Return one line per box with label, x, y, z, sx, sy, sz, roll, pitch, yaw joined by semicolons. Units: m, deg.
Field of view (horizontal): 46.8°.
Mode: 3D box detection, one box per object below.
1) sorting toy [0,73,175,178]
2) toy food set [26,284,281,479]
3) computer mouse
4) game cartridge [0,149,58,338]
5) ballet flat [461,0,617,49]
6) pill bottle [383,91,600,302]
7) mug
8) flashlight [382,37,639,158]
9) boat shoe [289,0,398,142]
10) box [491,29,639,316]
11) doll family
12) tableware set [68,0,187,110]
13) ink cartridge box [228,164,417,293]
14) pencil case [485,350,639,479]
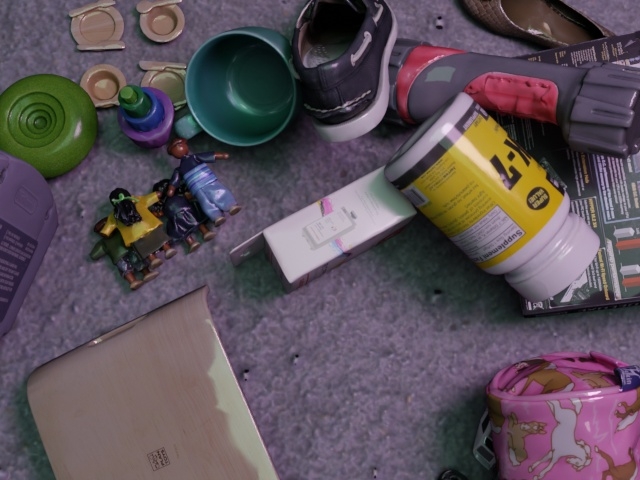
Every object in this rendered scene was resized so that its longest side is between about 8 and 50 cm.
sorting toy;-0.351;-0.142;0.817;0.366;0.126;0.127;-2;81;2
toy food set;-0.163;0.230;0.805;0.220;0.092;0.306;-25;81;4
computer mouse;0.213;0.230;0.845;0.106;0.042;0.192;26;85;5
game cartridge;-0.335;0.011;0.717;0.060;0.294;0.196;26;78;-3
ballet flat;0.289;-0.276;0.931;0.250;0.058;0.084;32;81;2
pill bottle;0.177;-0.041;0.763;0.208;0.119;0.119;43;80;-6
mug;-0.092;-0.182;0.860;0.158;0.097;0.129;3;111;13
flashlight;0.194;-0.153;0.804;0.304;0.103;0.103;22;36;36
boat shoe;0.024;-0.234;0.816;0.114;0.091;0.302;-18;41;12
box;0.332;-0.078;0.850;0.243;0.076;0.307;-10;80;15
doll family;-0.183;-0.037;0.852;0.193;0.076;0.111;-34;79;-14
tableware set;-0.231;-0.228;0.907;0.141;0.020;0.168;-8;80;-6
ink cartridge box;0.000;0.000;0.833;0.198;0.115;0.067;-28;82;-7
pencil case;0.280;0.311;0.750;0.167;0.160;0.385;-9;91;28
